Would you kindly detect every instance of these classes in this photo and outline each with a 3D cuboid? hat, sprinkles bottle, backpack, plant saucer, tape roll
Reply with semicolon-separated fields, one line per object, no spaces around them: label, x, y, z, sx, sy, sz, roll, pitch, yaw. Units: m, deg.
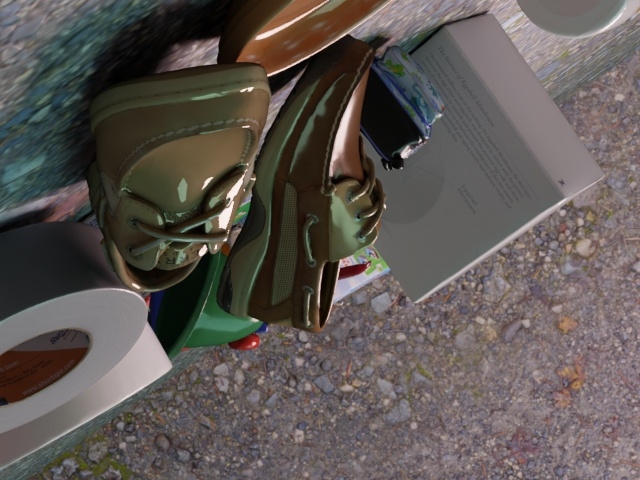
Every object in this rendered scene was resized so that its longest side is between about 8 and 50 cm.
hat;-0.081;0.093;1.807;0.208;0.184;0.173;-29;-137;61
sprinkles bottle;0.310;-0.283;1.450;0.121;0.121;0.355;-38;174;35
backpack;0.069;-0.134;1.426;0.084;0.105;0.114;-38;-174;10
plant saucer;0.009;-0.177;1.004;0.200;0.037;0.200;-35;176;-3
tape roll;-0.317;0.173;1.700;0.286;0.100;0.286;-28;-178;1
tape roll;-0.254;0.078;1.216;0.219;0.072;0.219;-27;158;-12

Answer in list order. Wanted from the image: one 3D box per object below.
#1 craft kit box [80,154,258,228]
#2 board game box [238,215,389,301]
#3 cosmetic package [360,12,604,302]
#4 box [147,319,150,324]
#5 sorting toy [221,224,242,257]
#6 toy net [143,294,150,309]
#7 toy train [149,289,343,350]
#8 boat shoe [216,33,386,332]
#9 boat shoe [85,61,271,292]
craft kit box;-0.162;-0.010;1.419;0.247;0.061;0.250;-32;175;2
board game box;0.000;0.000;1.936;0.039;0.160;0.211;-39;174;34
cosmetic package;0.148;-0.092;1.637;0.225;0.224;0.138;-37;174;34
box;-0.289;0.178;2.215;0.184;0.045;0.191;-30;-171;-14
sorting toy;-0.131;0.016;1.950;0.075;0.044;0.083;-29;177;24
toy net;-0.269;0.120;2.013;0.122;0.045;0.232;-34;175;7
toy train;-0.106;0.087;1.967;0.248;0.105;0.143;0;-179;-12
boat shoe;0.003;-0.040;1.322;0.324;0.120;0.122;110;6;-45
boat shoe;-0.097;-0.037;1.039;0.122;0.110;0.341;-9;171;-12
